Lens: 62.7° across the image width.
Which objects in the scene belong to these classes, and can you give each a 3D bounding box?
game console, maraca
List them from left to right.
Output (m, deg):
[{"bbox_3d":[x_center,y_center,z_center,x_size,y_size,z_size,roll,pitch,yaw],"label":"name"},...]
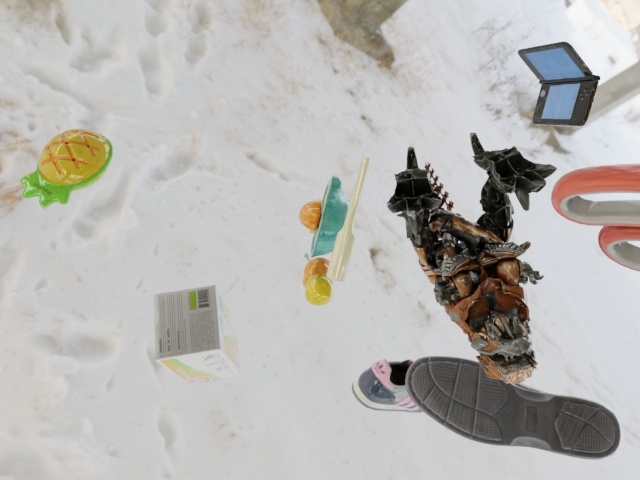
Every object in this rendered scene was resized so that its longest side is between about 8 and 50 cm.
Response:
[{"bbox_3d":[-0.472,-0.138,0.983,0.127,0.099,0.185,23,60,15],"label":"maraca"},{"bbox_3d":[0.403,-0.270,0.925,0.085,0.124,0.144,9,12,-15],"label":"game console"}]

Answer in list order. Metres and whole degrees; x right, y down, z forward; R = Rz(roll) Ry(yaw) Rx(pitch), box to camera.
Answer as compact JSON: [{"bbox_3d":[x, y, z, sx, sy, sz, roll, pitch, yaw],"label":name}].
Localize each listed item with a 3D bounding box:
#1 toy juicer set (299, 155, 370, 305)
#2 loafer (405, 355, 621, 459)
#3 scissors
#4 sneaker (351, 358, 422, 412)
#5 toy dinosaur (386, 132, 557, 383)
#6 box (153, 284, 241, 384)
[{"bbox_3d":[0.000,0.000,0.876,0.090,0.329,0.209,14,79,-4],"label":"toy juicer set"},{"bbox_3d":[0.271,0.251,0.781,0.303,0.095,0.109,15,76,8],"label":"loafer"},{"bbox_3d":[0.255,0.003,0.227,0.109,0.297,0.021,40,71,-36],"label":"scissors"},{"bbox_3d":[0.234,0.364,1.350,0.319,0.131,0.112,11,34,-41],"label":"sneaker"},{"bbox_3d":[0.159,0.006,0.625,0.322,0.164,0.218,48,-19,46],"label":"toy dinosaur"},{"bbox_3d":[-0.208,0.171,0.913,0.203,0.103,0.114,87,-7,-64],"label":"box"}]
